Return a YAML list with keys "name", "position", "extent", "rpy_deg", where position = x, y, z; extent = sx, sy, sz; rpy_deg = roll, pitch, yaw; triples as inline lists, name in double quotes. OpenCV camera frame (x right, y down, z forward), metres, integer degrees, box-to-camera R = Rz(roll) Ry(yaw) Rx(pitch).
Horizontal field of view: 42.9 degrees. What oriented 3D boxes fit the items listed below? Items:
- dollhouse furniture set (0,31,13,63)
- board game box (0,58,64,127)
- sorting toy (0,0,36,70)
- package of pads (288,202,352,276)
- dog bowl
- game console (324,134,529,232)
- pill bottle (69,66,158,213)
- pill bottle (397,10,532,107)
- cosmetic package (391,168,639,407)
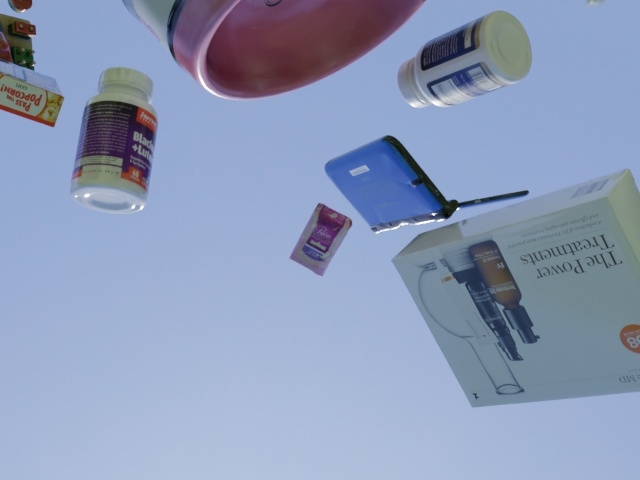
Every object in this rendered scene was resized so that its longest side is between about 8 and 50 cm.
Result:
- name: "dollhouse furniture set"
  position: [-0.611, -0.485, 1.518]
  extent: [0.201, 0.374, 0.152]
  rpy_deg: [17, -164, -37]
- name: "board game box"
  position: [-0.434, -0.211, 1.039]
  extent: [0.193, 0.045, 0.147]
  rpy_deg: [18, -169, -26]
- name: "sorting toy"
  position: [-0.647, -0.400, 1.683]
  extent: [0.132, 0.046, 0.274]
  rpy_deg: [2, -100, -52]
- name: "package of pads"
  position: [0.000, 0.000, 1.010]
  extent: [0.050, 0.083, 0.032]
  rpy_deg: [28, -151, -2]
- name: "dog bowl"
  position: [-0.029, -0.324, 0.987]
  extent: [0.408, 0.408, 0.150]
  rpy_deg: [-23, -103, -21]
- name: "game console"
  position: [0.184, -0.112, 1.495]
  extent: [0.173, 0.293, 0.250]
  rpy_deg: [-44, -78, -19]
- name: "pill bottle"
  position: [-0.291, -0.145, 1.170]
  extent: [0.108, 0.108, 0.193]
  rpy_deg: [4, -110, -2]
- name: "pill bottle"
  position: [0.184, -0.231, 1.077]
  extent: [0.094, 0.169, 0.094]
  rpy_deg: [8, -103, -38]
- name: "cosmetic package"
  position: [0.321, 0.089, 1.177]
  extent: [0.097, 0.377, 0.284]
  rpy_deg: [-40, -76, -41]
